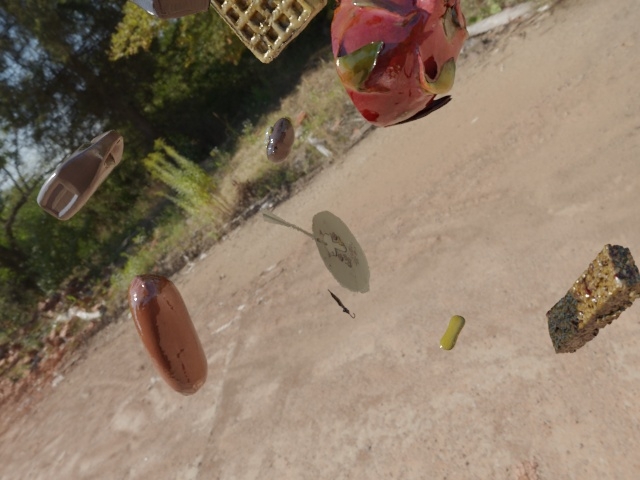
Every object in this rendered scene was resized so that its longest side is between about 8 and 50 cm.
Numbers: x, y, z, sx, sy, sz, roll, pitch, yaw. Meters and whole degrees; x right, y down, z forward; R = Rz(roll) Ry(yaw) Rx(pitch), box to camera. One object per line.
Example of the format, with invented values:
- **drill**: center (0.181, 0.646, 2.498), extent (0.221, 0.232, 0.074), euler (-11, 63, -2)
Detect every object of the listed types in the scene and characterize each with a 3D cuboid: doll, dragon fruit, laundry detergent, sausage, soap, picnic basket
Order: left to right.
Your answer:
- **laundry detergent**: center (-0.442, -0.159, 0.982), extent (0.171, 0.076, 0.237), euler (-35, 25, 34)
- **picnic basket**: center (-0.377, -0.616, 1.142), extent (0.223, 0.297, 0.129), euler (-32, -32, -35)
- **sausage**: center (-0.205, 0.130, 0.675), extent (0.077, 0.194, 0.077), euler (-13, 25, 6)
- **doll**: center (-0.132, -0.322, 1.585), extent (0.188, 0.096, 0.145), euler (-101, 31, -72)
- **dragon fruit**: center (0.179, -0.389, 0.977), extent (0.226, 0.305, 0.305), euler (-10, 40, 34)
- **soap**: center (0.294, 0.205, 1.106), extent (0.034, 0.012, 0.089), euler (19, 64, 33)

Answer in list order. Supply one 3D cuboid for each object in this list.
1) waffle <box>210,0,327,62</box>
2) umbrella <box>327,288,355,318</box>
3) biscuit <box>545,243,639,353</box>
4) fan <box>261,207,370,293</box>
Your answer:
- **waffle**: center (-0.195, -0.703, 1.352), extent (0.261, 0.376, 0.114), euler (-31, 21, 45)
- **umbrella**: center (0.060, 0.187, 1.446), extent (0.013, 0.122, 0.022), euler (-29, 22, 45)
- **biscuit**: center (0.338, 0.082, 0.628), extent (0.035, 0.199, 0.064), euler (-3, 56, -1)
- **fan**: center (-0.001, 0.000, 1.183), extent (0.012, 0.415, 0.232), euler (-32, 54, 26)
